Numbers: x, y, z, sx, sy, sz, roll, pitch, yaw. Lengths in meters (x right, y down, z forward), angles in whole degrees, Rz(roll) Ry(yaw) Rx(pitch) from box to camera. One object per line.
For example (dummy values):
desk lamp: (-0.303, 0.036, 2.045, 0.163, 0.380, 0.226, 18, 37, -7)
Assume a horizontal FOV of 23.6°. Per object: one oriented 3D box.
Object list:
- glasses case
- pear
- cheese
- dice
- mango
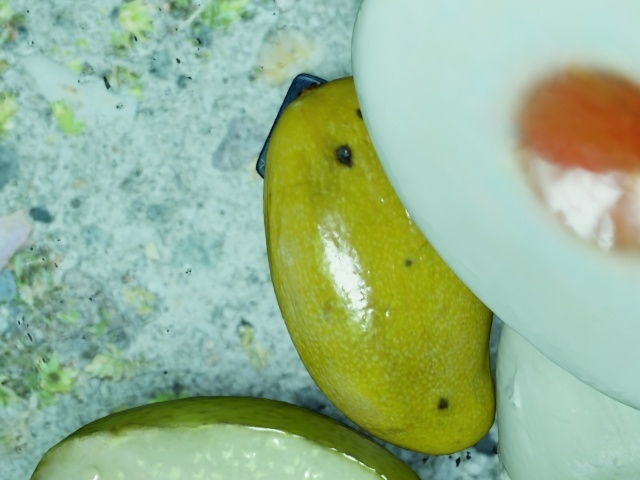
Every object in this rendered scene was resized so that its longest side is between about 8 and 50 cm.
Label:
glasses case: (-0.016, -0.076, 1.059, 0.033, 0.023, 0.083, 32, 108, 25)
pear: (-0.030, 0.260, 1.055, 0.386, 0.191, 0.340, 35, 108, 1)
cheese: (0.202, 0.082, 0.979, 0.198, 0.154, 0.189, -7, 96, 16)
dice: (0.216, -0.109, 0.808, 0.304, 0.304, 0.277, 40, 137, 9)
mango: (0.047, 0.017, 0.996, 0.109, 0.157, 0.262, -24, 87, 58)
